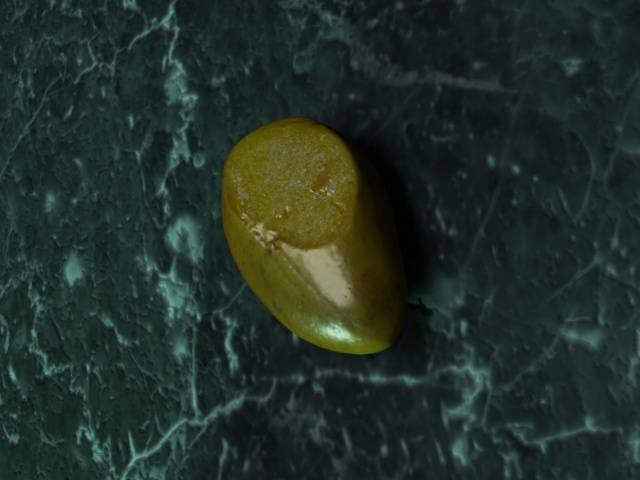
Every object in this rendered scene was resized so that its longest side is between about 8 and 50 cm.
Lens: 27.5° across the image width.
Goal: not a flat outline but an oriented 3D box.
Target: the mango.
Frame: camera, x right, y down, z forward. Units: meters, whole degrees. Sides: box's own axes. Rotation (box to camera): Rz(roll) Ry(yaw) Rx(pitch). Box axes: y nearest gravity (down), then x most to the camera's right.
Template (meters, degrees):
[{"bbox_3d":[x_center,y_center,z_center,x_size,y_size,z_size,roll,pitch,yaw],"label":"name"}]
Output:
[{"bbox_3d":[0.003,0.002,1.048,0.141,0.102,0.217,-39,58,8],"label":"mango"}]
